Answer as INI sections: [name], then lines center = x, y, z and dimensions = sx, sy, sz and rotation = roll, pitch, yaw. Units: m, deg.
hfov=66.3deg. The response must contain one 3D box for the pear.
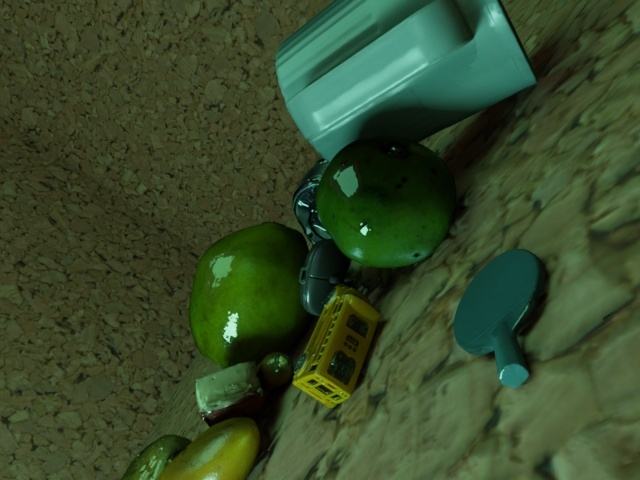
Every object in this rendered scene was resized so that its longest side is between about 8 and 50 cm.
[pear]
center = -0.133, 0.114, 1.001
dimensions = 0.321, 0.269, 0.269
rotation = -68, 11, -11

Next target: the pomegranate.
[pomegranate]
center = 0.082, -0.029, 0.666
dimensions = 0.187, 0.187, 0.225
rotation = -65, -11, -51

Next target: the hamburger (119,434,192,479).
[hamburger]
center = -0.318, 0.491, 0.907
dimensions = 0.283, 0.144, 0.259
rotation = -38, 15, 45

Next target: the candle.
[candle]
center = 0.086, -0.133, 0.983
dimensions = 0.187, 0.187, 0.330
rotation = -45, 11, 50

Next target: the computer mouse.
[computer mouse]
center = 0.023, 0.056, 0.787
dimensions = 0.232, 0.057, 0.120
rotation = 14, -93, -75

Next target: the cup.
[cup]
center = 0.119, -0.247, 0.718
dimensions = 0.311, 0.257, 0.331
rotation = -25, 43, 30

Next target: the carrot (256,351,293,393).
[carrot]
center = -0.121, 0.282, 0.924
dimensions = 0.062, 0.066, 0.271
rotation = -9, -31, -42

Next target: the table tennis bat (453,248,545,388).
[table tennis bat]
center = 0.149, 0.060, 0.407
dimensions = 0.100, 0.019, 0.155
rotation = -50, 8, 26

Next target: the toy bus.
[toy bus]
center = 0.029, 0.126, 0.637
dimensions = 0.074, 0.069, 0.162
rotation = -43, 15, 51

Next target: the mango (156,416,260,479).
[mango]
center = -0.163, 0.350, 0.750
dimensions = 0.217, 0.102, 0.141
rotation = -48, -15, 19

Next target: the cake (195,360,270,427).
[cake]
center = -0.143, 0.289, 0.871
dimensions = 0.116, 0.086, 0.220
rotation = -18, -34, -9
